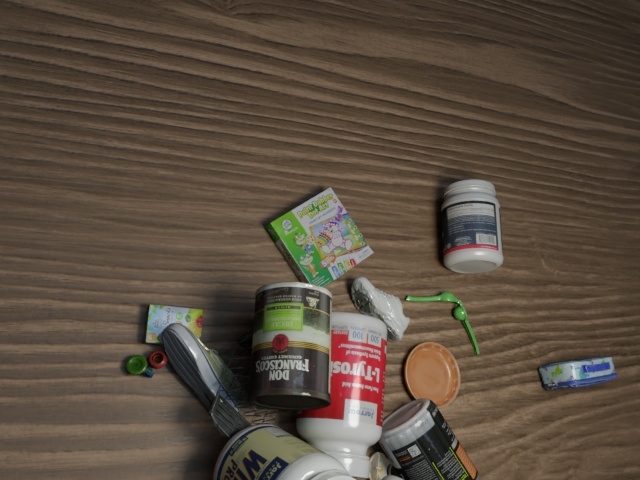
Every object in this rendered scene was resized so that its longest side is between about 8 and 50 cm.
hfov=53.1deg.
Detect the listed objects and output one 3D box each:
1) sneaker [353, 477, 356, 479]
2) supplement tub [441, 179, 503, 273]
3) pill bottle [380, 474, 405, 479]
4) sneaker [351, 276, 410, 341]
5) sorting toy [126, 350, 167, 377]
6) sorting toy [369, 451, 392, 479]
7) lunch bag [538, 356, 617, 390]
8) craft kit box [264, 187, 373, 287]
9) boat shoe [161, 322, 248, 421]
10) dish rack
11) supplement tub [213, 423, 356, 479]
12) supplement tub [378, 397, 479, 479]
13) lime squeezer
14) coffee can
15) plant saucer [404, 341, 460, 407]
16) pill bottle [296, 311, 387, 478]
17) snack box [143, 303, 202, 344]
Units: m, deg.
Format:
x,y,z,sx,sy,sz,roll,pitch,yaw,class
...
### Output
x,y,z,sx,sy,sz,roll,pitch,yaw,class
0.091,0.602,1.776,0.065,0.061,0.158,43,57,-39,sneaker
0.495,-0.042,2.101,0.191,0.191,0.272,10,69,-23,supplement tub
0.144,0.782,1.651,0.323,0.181,0.181,-42,94,-26,pill bottle
0.184,0.192,1.942,0.232,0.090,0.115,54,52,-11,sneaker
-0.436,0.317,1.618,0.102,0.042,0.061,-13,63,-17,sorting toy
0.174,0.644,1.802,0.075,0.045,0.083,21,65,-26,sorting toy
0.854,0.437,2.124,0.219,0.176,0.090,-2,74,-27,lunch bag
0.000,0.000,1.927,0.250,0.061,0.246,-34,87,-31,craft kit box
-0.295,0.328,1.643,0.094,0.109,0.302,-46,112,-47,boat shoe
-0.173,0.387,1.635,0.208,0.074,0.271,51,38,-29,dish rack
-0.073,0.575,1.459,0.235,0.325,0.235,-4,97,-38,supplement tub
0.311,0.620,1.787,0.193,0.193,0.316,-31,88,-31,supplement tub
0.420,0.234,2.051,0.310,0.059,0.110,38,61,-11,lime squeezer
-0.072,0.265,1.590,0.201,0.201,0.275,12,63,-22,coffee can
0.337,0.413,1.960,0.200,0.037,0.200,9,69,-24,plant saucer
0.056,0.412,1.712,0.229,0.229,0.408,14,68,-22,pill bottle
-0.383,0.225,1.671,0.141,0.037,0.100,9,69,-23,snack box
